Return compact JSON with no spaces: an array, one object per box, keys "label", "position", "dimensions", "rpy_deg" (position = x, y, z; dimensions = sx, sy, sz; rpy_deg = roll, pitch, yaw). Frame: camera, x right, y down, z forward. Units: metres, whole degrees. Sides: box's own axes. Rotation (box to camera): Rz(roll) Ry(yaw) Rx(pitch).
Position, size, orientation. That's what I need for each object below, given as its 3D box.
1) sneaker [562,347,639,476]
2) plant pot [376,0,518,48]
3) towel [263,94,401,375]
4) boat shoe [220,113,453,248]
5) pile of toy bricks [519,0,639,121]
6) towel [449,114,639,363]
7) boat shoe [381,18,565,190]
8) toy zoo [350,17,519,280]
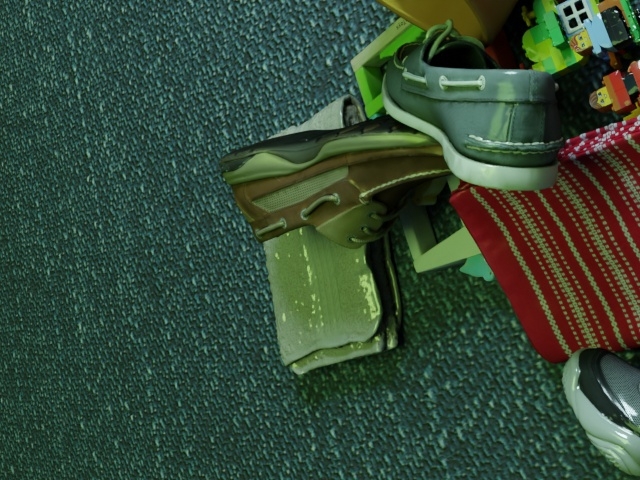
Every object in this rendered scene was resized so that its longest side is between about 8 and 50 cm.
[{"label":"sneaker","position":[0.317,0.138,1.027],"dimensions":[0.268,0.101,0.153],"rpy_deg":[45,124,34]},{"label":"plant pot","position":[0.090,-0.335,1.152],"dimensions":[0.203,0.291,0.291],"rpy_deg":[-53,45,-2]},{"label":"towel","position":[0.000,0.000,1.458],"dimensions":[0.187,0.049,0.282],"rpy_deg":[-23,74,49]},{"label":"boat shoe","position":[0.037,-0.057,1.311],"dimensions":[0.324,0.122,0.120],"rpy_deg":[-5,102,47]},{"label":"pile of toy bricks","position":[0.215,-0.170,1.108],"dimensions":[0.105,0.118,0.212],"rpy_deg":[-25,69,25]},{"label":"towel","position":[0.246,0.005,1.099],"dimensions":[0.275,0.031,0.199],"rpy_deg":[-19,105,51]},{"label":"boat shoe","position":[0.129,-0.136,1.125],"dimensions":[0.319,0.116,0.099],"rpy_deg":[-115,26,-66]},{"label":"toy zoo","position":[0.134,-0.097,1.298],"dimensions":[0.192,0.030,0.293],"rpy_deg":[-37,64,46]}]
